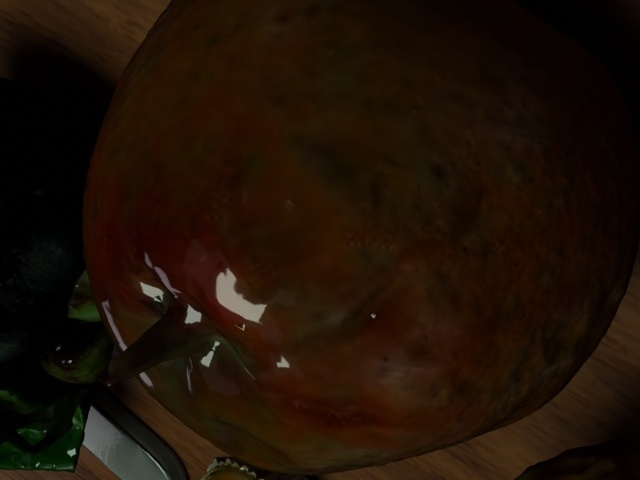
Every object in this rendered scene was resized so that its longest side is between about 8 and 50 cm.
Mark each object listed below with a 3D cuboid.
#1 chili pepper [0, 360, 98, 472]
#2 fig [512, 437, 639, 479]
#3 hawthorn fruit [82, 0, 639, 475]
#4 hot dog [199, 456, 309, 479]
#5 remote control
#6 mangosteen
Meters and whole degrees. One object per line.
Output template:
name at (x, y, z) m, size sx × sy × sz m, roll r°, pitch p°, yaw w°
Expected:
chili pepper at (-0.350, 0.132, 1.077) m, size 0.213 × 0.385 × 0.167 m, roll 51°, pitch 126°, yaw 59°
fig at (0.203, 0.274, 0.810) m, size 0.286 × 0.286 × 0.368 m, roll 33°, pitch 170°, yaw 23°
hawthorn fruit at (0.000, 0.000, 0.680) m, size 0.277 × 0.298 × 0.277 m, roll 21°, pitch 130°, yaw 28°
hot dog at (-0.068, 0.257, 1.153) m, size 0.131 × 0.069 × 0.252 m, roll 46°, pitch 144°, yaw 6°
remote control at (-0.215, 0.154, 1.259) m, size 0.245 × 0.022 × 0.077 m, roll 38°, pitch 139°, yaw 18°
mangosteen at (-0.225, -0.003, 1.000) m, size 0.243 × 0.243 × 0.243 m, roll 27°, pitch 136°, yaw 29°
